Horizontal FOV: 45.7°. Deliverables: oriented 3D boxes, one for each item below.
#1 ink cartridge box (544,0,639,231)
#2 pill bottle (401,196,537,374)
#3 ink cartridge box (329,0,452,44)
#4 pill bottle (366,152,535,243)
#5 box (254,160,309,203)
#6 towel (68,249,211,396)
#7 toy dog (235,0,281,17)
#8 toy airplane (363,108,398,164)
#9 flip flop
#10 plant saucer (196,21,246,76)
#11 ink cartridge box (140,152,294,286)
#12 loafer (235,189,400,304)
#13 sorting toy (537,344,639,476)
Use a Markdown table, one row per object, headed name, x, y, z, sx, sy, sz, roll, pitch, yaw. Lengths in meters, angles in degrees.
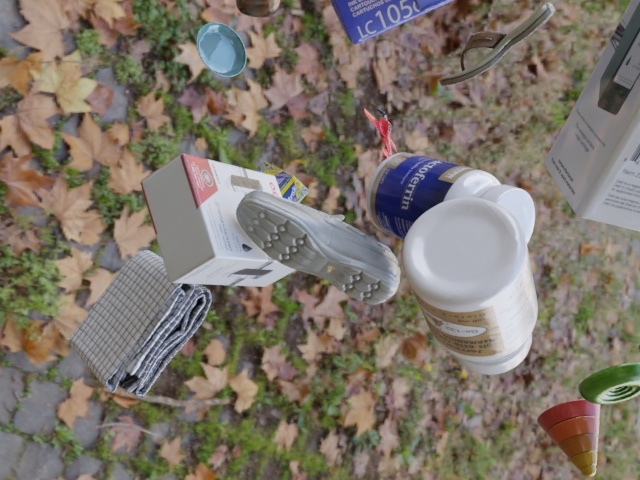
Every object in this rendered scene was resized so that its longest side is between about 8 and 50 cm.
| name | x | y | z | sx | sy | sz | roll | pitch | yaw |
| --- | --- | --- | --- | --- | --- | --- | --- | --- | --- |
| ink cartridge box | 0.400 | -0.149 | 0.777 | 0.211 | 0.121 | 0.289 | 13 | 122 | -13 |
| pill bottle | 0.180 | 0.064 | 0.873 | 0.131 | 0.131 | 0.229 | -65 | 150 | -23 |
| ink cartridge box | 0.115 | -0.406 | 0.974 | 0.395 | 0.270 | 0.151 | -101 | 166 | -58 |
| pill bottle | 0.215 | -0.054 | 1.283 | 0.153 | 0.264 | 0.153 | -15 | 114 | -36 |
| box | -0.093 | -0.121 | 1.655 | 0.054 | 0.169 | 0.059 | 42 | 85 | -32 |
| towel | -0.385 | 0.180 | 1.645 | 0.121 | 0.235 | 0.284 | 41 | 80 | -41 |
| toy dog | -0.116 | -0.570 | 1.378 | 0.408 | 0.395 | 0.285 | 58 | 11 | -80 |
| toy airplane | 0.133 | -0.209 | 1.570 | 0.151 | 0.028 | 0.151 | 39 | 42 | -48 |
| flip flop | 0.367 | -0.423 | 1.620 | 0.080 | 0.277 | 0.112 | 52 | 18 | -3 |
| plant saucer | -0.210 | -0.395 | 1.584 | 0.119 | 0.021 | 0.119 | 11 | 71 | -36 |
| ink cartridge box | -0.169 | -0.028 | 1.377 | 0.273 | 0.114 | 0.197 | 8 | 58 | -59 |
| loafer | 0.000 | 0.000 | 1.332 | 0.319 | 0.112 | 0.111 | 31 | 42 | -18 |
| sorting toy | 0.512 | 0.302 | 1.308 | 0.127 | 0.365 | 0.126 | 3 | 54 | -19 |
